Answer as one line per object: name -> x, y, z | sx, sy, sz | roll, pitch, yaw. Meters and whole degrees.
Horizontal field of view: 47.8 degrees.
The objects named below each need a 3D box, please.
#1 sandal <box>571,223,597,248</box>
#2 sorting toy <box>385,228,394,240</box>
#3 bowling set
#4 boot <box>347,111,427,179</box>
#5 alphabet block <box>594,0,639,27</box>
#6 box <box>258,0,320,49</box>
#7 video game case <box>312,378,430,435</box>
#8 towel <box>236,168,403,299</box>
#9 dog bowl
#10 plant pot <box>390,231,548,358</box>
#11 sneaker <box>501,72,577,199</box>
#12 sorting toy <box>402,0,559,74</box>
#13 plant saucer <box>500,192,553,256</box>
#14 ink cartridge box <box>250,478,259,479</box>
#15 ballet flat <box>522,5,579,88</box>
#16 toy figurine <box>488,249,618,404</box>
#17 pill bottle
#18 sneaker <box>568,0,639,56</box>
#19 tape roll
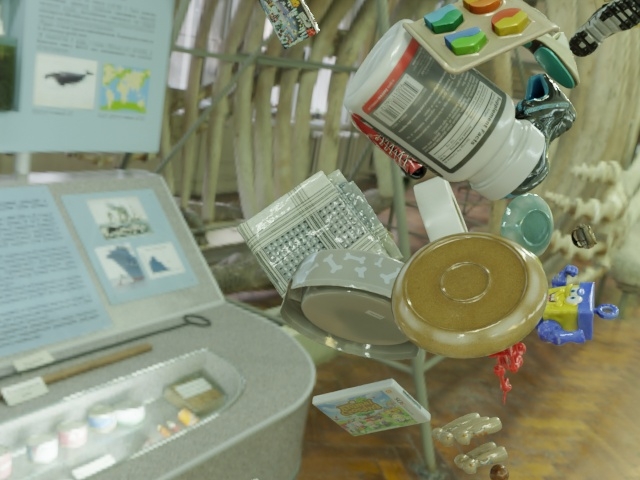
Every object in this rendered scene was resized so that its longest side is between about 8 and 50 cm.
sandal -> 0.691, -0.006, 1.912 | 0.049, 0.072, 0.180 | -26, -7, 12
sorting toy -> 0.103, 0.068, 2.136 | 0.089, 0.257, 0.255 | 17, -5, 25
bowling set -> 0.422, 0.590, 1.985 | 0.154, 0.200, 0.287 | -20, -13, -5
boot -> 0.176, -0.252, 1.811 | 0.244, 0.088, 0.176 | 36, 16, -42
alphabet block -> 0.821, -0.659, 1.833 | 0.192, 0.197, 0.193 | -17, 2, -31
box -> -0.074, -0.521, 1.659 | 0.094, 0.137, 0.027 | -20, 22, 28
video game case -> 0.120, 0.395, 1.691 | 0.212, 0.193, 0.023 | -19, 45, 27
towel -> 0.000, 0.000, 1.835 | 0.312, 0.324, 0.056 | 55, -10, 18
dog bowl -> 0.087, 0.136, 1.531 | 0.348, 0.102, 0.349 | 12, -29, 6
plant pot -> 0.218, 0.069, 1.085 | 0.236, 0.032, 0.236 | -11, 46, 12
sneaker -> 0.455, -0.232, 1.623 | 0.125, 0.140, 0.341 | -8, 40, 48
sorting toy -> 0.266, -0.368, 1.225 | 0.208, 0.038, 0.193 | -22, 43, -5
plant saucer -> 0.599, -0.036, 2.051 | 0.194, 0.195, 0.037 | 3, 4, -27
ink cartridge box -> -0.149, 0.545, 1.291 | 0.171, 0.100, 0.237 | -9, 15, -22
ballet flat -> 0.469, -0.427, 1.528 | 0.248, 0.086, 0.086 | 38, 12, -7
toy figurine -> 0.465, 0.145, 1.402 | 0.217, 0.191, 0.362 | -6, 23, 26
pill bottle -> 0.244, -0.245, 1.420 | 0.363, 0.210, 0.210 | 33, 9, -14
sneaker -> 0.682, -0.522, 1.675 | 0.078, 0.106, 0.234 | 42, -28, -8
tape roll -> 0.375, -0.050, 2.166 | 0.100, 0.286, 0.286 | -21, 8, 13
